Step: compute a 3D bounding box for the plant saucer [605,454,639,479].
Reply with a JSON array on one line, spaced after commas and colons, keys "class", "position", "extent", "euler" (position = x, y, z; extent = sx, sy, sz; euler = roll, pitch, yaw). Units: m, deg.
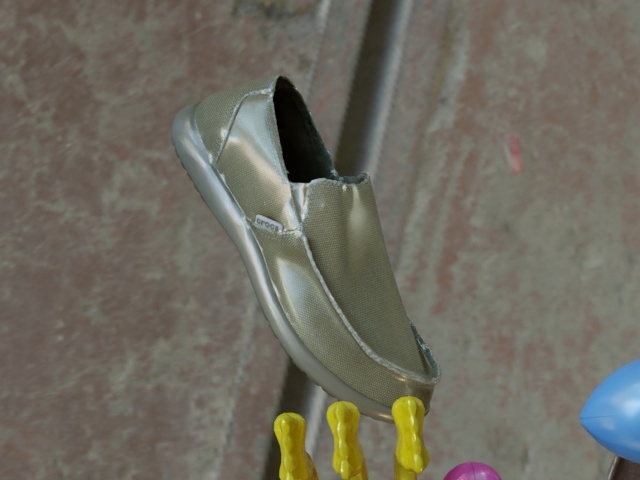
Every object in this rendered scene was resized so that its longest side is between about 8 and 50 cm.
[{"class": "plant saucer", "position": [0.233, 0.148, 0.679], "extent": [0.036, 0.198, 0.199], "euler": [21, 66, -58]}]

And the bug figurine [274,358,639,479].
[{"class": "bug figurine", "position": [0.082, 0.146, 0.419], "extent": [0.216, 0.072, 0.279], "euler": [-2, 83, 0]}]

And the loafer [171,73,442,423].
[{"class": "loafer", "position": [0.000, 0.000, 0.517], "extent": [0.148, 0.050, 0.056], "euler": [54, 25, 10]}]
